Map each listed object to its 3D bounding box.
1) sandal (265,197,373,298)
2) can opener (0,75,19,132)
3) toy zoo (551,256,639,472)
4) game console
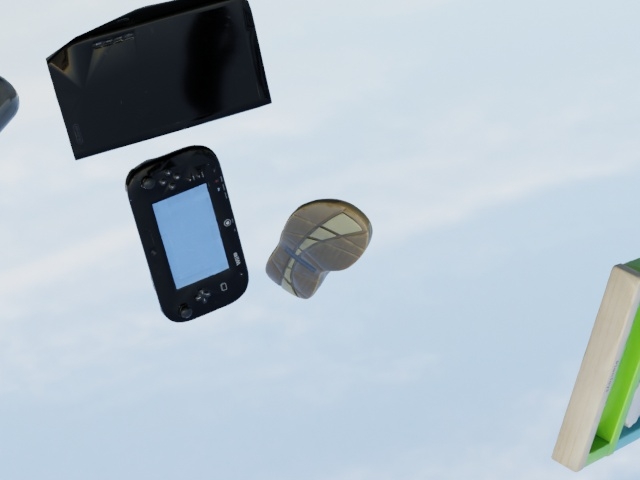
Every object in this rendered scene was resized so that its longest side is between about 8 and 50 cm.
[{"bbox_3d":[0.000,0.000,1.589,0.049,0.072,0.180,-52,-179,-29],"label":"sandal"},{"bbox_3d":[-0.294,-0.011,0.973,0.095,0.076,0.283,20,-119,35],"label":"can opener"},{"bbox_3d":[0.322,0.088,1.575,0.030,0.192,0.293,29,-153,31],"label":"toy zoo"},{"bbox_3d":[-0.142,-0.078,1.799,0.213,0.361,0.044,-17,-147,-7],"label":"game console"}]
